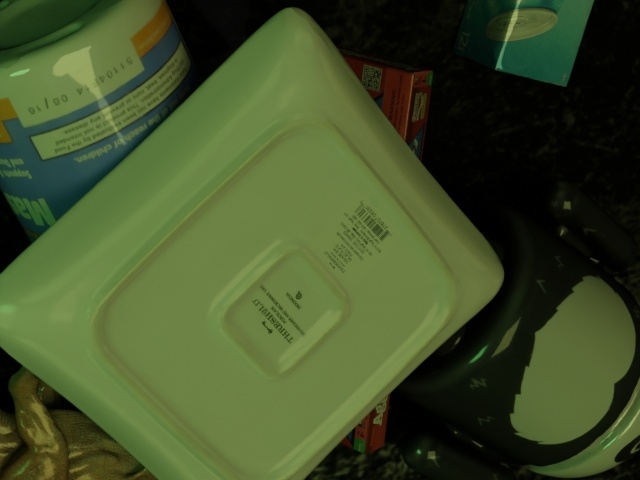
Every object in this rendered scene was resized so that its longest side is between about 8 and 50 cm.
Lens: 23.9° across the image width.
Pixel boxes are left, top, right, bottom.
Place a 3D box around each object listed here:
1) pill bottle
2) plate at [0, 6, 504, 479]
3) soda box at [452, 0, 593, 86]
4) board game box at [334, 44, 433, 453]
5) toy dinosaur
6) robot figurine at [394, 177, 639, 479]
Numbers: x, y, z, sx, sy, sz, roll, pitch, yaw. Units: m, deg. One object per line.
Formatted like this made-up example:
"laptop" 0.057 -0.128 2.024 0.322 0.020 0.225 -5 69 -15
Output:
"pill bottle" -0.127 -0.034 1.009 0.152 0.152 0.272 -31 119 -13
"plate" -0.031 0.039 0.970 0.278 0.045 0.277 -44 123 -5
"soda box" 0.172 -0.228 1.137 0.071 0.067 0.210 9 104 -29
"board game box" 0.000 0.000 1.093 0.027 0.145 0.281 -14 116 -47
"toy dinosaur" -0.183 0.179 1.086 0.296 0.127 0.200 27 102 -26
"robot figurine" 0.154 0.078 1.179 0.278 0.173 0.209 34 120 -32
